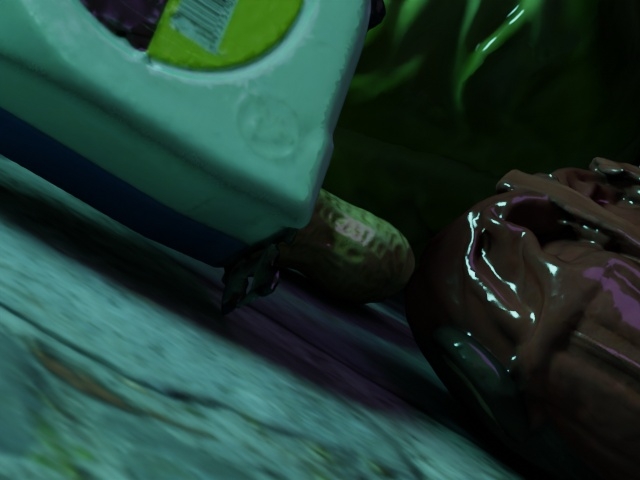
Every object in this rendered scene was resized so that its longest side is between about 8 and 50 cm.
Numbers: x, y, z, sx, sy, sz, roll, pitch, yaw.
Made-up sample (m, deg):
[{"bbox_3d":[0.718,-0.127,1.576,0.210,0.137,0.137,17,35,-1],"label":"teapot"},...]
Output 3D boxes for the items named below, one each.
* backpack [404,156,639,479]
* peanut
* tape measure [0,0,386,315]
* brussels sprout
[{"bbox_3d":[0.161,0.055,0.911,0.229,0.139,0.229,29,10,-6],"label":"backpack"},{"bbox_3d":[0.000,0.000,0.970,0.113,0.054,0.054,23,13,-29],"label":"peanut"},{"bbox_3d":[-0.137,-0.139,0.797,0.351,0.215,0.098,32,-31,-23],"label":"tape measure"},{"bbox_3d":[0.044,-0.132,1.102,0.355,0.289,0.281,-6,44,-37],"label":"brussels sprout"}]
